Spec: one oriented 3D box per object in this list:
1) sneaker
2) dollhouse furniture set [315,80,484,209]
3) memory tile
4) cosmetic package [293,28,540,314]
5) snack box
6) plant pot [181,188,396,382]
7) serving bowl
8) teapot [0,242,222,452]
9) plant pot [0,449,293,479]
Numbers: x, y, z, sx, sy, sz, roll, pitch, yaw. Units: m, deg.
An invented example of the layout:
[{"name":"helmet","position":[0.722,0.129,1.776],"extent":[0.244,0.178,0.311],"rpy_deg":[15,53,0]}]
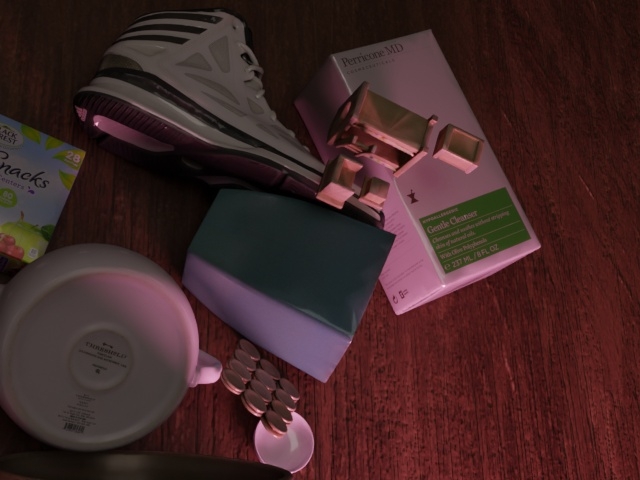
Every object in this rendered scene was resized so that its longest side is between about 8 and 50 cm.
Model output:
[{"name":"sneaker","position":[-0.083,-0.178,1.412],"extent":[0.447,0.169,0.258],"rpy_deg":[27,61,-9]},{"name":"dollhouse furniture set","position":[0.094,-0.084,1.338],"extent":[0.181,0.101,0.161],"rpy_deg":[25,66,-13]},{"name":"memory tile","position":[-0.075,0.186,1.306],"extent":[0.113,0.012,0.148],"rpy_deg":[45,14,-5]},{"name":"cosmetic package","position":[0.135,-0.102,1.506],"extent":[0.196,0.155,0.366],"rpy_deg":[-21,81,-29]},{"name":"snack box","position":[-0.418,-0.069,1.259],"extent":[0.207,0.070,0.175],"rpy_deg":[25,60,-17]},{"name":"plant pot","position":[-0.053,0.044,1.342],"extent":[0.234,0.165,0.166],"rpy_deg":[24,61,0]},{"name":"serving bowl","position":[-0.051,0.262,1.331],"extent":[0.083,0.027,0.083],"rpy_deg":[10,64,-22]},{"name":"teapot","position":[-0.268,0.112,1.201],"extent":[0.252,0.187,0.256],"rpy_deg":[-27,110,-14]},{"name":"plant pot","position":[-0.193,0.374,1.070],"extent":[0.323,0.323,0.281],"rpy_deg":[6,82,-25]}]
